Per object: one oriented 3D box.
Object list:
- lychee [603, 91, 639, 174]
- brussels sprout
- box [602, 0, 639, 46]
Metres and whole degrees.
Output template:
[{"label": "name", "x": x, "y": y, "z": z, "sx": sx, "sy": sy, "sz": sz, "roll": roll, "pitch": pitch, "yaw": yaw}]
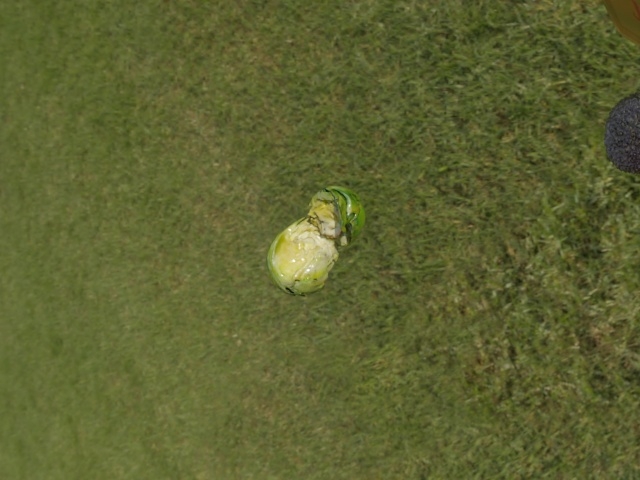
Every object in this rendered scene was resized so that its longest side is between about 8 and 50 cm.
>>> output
[{"label": "lychee", "x": 0.300, "y": -0.099, "z": 0.616, "sx": 0.083, "sy": 0.068, "sz": 0.067, "roll": 57, "pitch": -176, "yaw": -35}, {"label": "brussels sprout", "x": 0.001, "y": -0.001, "z": 0.421, "sx": 0.046, "sy": 0.051, "sz": 0.083, "roll": 39, "pitch": 119, "yaw": -8}, {"label": "box", "x": 0.263, "y": -0.160, "z": 0.245, "sx": 0.274, "sy": 0.076, "sz": 0.174, "roll": -32, "pitch": 32, "yaw": 15}]
